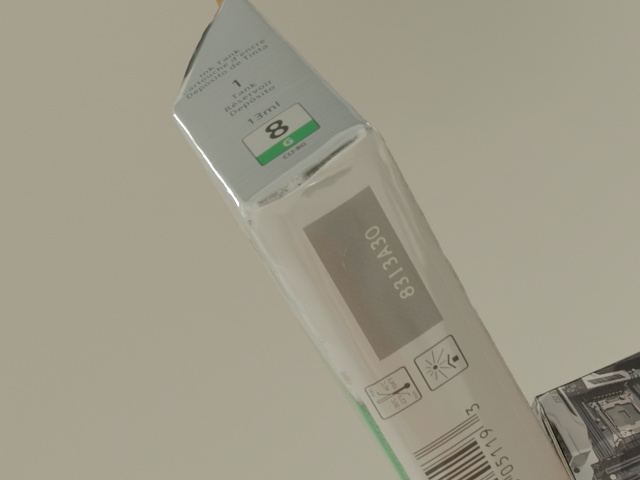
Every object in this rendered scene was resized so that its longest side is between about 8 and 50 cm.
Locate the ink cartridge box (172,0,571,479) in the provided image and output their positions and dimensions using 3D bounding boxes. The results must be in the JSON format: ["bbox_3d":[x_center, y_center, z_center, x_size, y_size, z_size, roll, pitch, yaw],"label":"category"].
[{"bbox_3d":[0.000,0.000,0.675,0.056,0.225,0.181,-34,-59,-5],"label":"ink cartridge box"}]

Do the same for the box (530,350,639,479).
[{"bbox_3d":[0.250,0.068,0.927,0.307,0.242,0.076,-23,-103,-2],"label":"box"}]
